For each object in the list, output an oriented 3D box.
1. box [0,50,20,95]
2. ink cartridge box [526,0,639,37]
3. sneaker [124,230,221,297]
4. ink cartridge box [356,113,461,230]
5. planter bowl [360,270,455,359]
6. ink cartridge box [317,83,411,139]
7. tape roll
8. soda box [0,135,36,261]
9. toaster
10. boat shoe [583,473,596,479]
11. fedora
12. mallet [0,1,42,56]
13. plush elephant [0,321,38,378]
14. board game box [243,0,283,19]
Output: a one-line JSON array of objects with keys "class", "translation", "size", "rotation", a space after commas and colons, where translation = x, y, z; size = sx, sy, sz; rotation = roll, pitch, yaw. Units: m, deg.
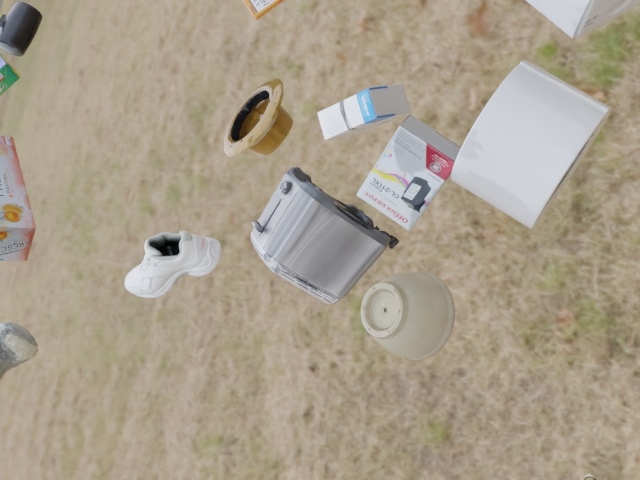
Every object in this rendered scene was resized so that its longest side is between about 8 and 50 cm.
[{"class": "box", "translation": [-0.605, -0.304, 1.434], "size": [0.105, 0.043, 0.179], "rotation": [-44, 51, -3]}, {"class": "ink cartridge box", "translation": [0.448, -0.543, 1.502], "size": [0.306, 0.226, 0.131], "rotation": [47, 155, 24]}, {"class": "sneaker", "translation": [-0.305, 0.033, 1.560], "size": [0.232, 0.115, 0.090], "rotation": [-26, 48, 28]}, {"class": "ink cartridge box", "translation": [0.167, -0.124, 1.527], "size": [0.175, 0.127, 0.072], "rotation": [-59, -5, 35]}, {"class": "planter bowl", "translation": [0.141, 0.128, 1.450], "size": [0.162, 0.109, 0.162], "rotation": [-12, 72, 44]}, {"class": "ink cartridge box", "translation": [0.115, -0.343, 2.190], "size": [0.203, 0.148, 0.085], "rotation": [-15, 92, 46]}, {"class": "tape roll", "translation": [0.360, -0.164, 1.410], "size": [0.246, 0.169, 0.246], "rotation": [-51, -16, -21]}, {"class": "soda box", "translation": [-0.403, -0.056, 1.013], "size": [0.058, 0.063, 0.183], "rotation": [-61, 41, 33]}, {"class": "toaster", "translation": [0.000, 0.000, 1.290], "size": [0.146, 0.227, 0.129], "rotation": [-53, 33, 9]}, {"class": "boat shoe", "translation": [0.350, 0.401, 1.229], "size": [0.285, 0.104, 0.089], "rotation": [-13, 22, 21]}, {"class": "fedora", "translation": [-0.110, -0.223, 1.588], "size": [0.194, 0.079, 0.194], "rotation": [-39, 31, 29]}, {"class": "mallet", "translation": [-0.438, -0.281, 0.985], "size": [0.039, 0.190, 0.062], "rotation": [160, 125, -67]}, {"class": "plush elephant", "translation": [-0.607, 0.220, 1.115], "size": [0.330, 0.272, 0.255], "rotation": [-56, 7, 0]}, {"class": "board game box", "translation": [-0.048, -0.612, 1.310], "size": [0.357, 0.356, 0.356], "rotation": [-33, 15, 11]}]
